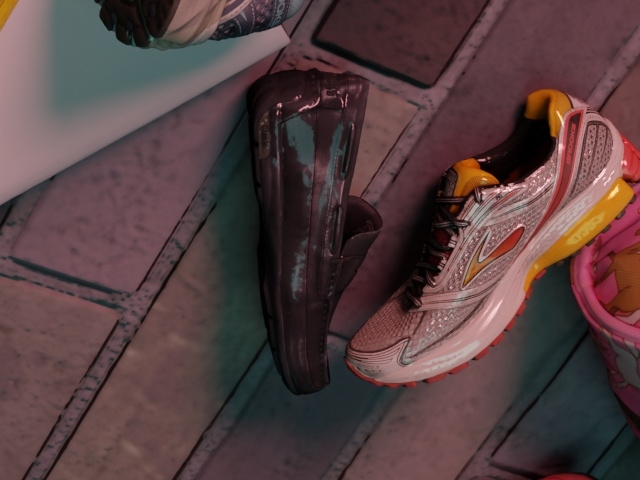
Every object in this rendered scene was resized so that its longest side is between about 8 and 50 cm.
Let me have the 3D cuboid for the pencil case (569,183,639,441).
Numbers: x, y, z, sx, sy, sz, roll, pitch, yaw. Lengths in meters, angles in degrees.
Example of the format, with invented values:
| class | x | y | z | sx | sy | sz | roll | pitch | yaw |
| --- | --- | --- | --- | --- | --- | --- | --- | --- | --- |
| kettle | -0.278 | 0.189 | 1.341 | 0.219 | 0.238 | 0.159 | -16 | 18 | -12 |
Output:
| class | x | y | z | sx | sy | sz | roll | pitch | yaw |
| --- | --- | --- | --- | --- | --- | --- | --- | --- | --- |
| pencil case | 0.309 | 0.123 | 1.134 | 0.160 | 0.167 | 0.386 | -41 | 129 | -11 |

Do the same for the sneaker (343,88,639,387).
| class | x | y | z | sx | sy | sz | roll | pitch | yaw |
| --- | --- | --- | --- | --- | --- | --- | --- | --- | --- |
| sneaker | 0.093 | -0.003 | 1.028 | 0.225 | 0.088 | 0.093 | -47 | 118 | -1 |

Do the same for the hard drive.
| class | x | y | z | sx | sy | sz | roll | pitch | yaw |
| --- | --- | --- | --- | --- | --- | --- | --- | --- | --- |
| hard drive | -0.196 | -0.114 | 0.888 | 0.307 | 0.040 | 0.203 | -29 | 127 | 4 |

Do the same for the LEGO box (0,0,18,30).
| class | x | y | z | sx | sy | sz | roll | pitch | yaw |
| --- | --- | --- | --- | --- | --- | --- | --- | --- | --- |
| LEGO box | -0.252 | -0.100 | 0.637 | 0.193 | 0.372 | 0.500 | 28 | 107 | -21 |

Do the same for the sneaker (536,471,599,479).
| class | x | y | z | sx | sy | sz | roll | pitch | yaw |
| --- | --- | --- | --- | --- | --- | --- | --- | --- | --- |
| sneaker | 0.066 | 0.256 | 1.181 | 0.314 | 0.116 | 0.136 | -34 | 125 | 9 |

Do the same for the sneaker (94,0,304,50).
| class | x | y | z | sx | sy | sz | roll | pitch | yaw |
| --- | --- | --- | --- | --- | --- | --- | --- | --- | --- |
| sneaker | -0.029 | -0.231 | 0.803 | 0.122 | 0.110 | 0.283 | -5 | 122 | -45 |

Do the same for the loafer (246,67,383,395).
| class | x | y | z | sx | sy | sz | roll | pitch | yaw |
| --- | --- | --- | --- | --- | --- | --- | --- | --- | --- |
| loafer | 0.000 | 0.000 | 1.004 | 0.078 | 0.076 | 0.223 | -5 | 122 | -4 |
